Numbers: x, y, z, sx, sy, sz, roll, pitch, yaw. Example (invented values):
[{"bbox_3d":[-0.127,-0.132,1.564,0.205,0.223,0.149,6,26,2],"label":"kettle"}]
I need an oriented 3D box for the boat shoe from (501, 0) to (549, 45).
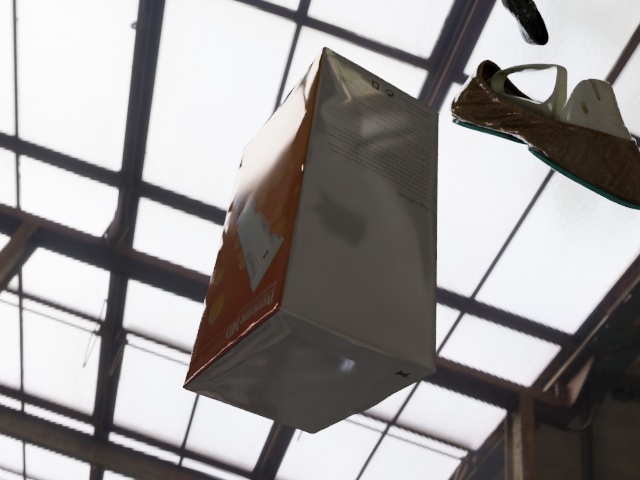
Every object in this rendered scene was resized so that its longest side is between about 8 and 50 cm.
[{"bbox_3d":[0.355,-0.391,1.184,0.142,0.049,0.040,43,-179,-39],"label":"boat shoe"}]

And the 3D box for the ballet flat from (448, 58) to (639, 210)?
[{"bbox_3d":[0.301,-0.160,0.891,0.116,0.124,0.342,4,-156,-32],"label":"ballet flat"}]

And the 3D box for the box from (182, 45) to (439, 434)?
[{"bbox_3d":[0.000,0.000,0.760,0.168,0.215,0.346,25,-130,-22],"label":"box"}]
